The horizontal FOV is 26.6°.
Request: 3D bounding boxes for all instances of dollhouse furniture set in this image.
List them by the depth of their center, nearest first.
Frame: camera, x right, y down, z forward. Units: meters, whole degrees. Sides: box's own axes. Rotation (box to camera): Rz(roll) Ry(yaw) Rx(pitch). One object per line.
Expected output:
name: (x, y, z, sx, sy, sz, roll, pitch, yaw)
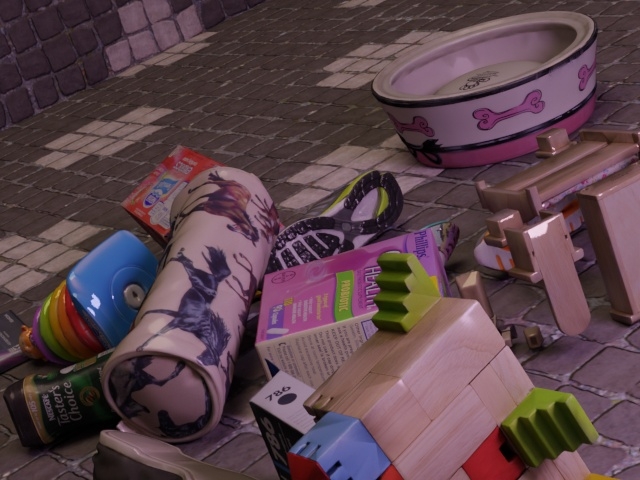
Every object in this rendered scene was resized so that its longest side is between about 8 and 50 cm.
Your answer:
dollhouse furniture set: (0.221, 0.079, 1.695, 0.091, 0.114, 0.081, -16, 17, 13)
dollhouse furniture set: (0.315, -0.010, 1.793, 0.303, 0.173, 0.355, -26, 16, -19)

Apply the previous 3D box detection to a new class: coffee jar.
coffee jar: (-0.333, 0.213, 1.841, 0.184, 0.096, 0.079, -19, 10, 2)

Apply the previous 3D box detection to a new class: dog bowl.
dog bowl: (0.305, -0.265, 2.399, 0.408, 0.150, 0.408, -16, 23, 7)

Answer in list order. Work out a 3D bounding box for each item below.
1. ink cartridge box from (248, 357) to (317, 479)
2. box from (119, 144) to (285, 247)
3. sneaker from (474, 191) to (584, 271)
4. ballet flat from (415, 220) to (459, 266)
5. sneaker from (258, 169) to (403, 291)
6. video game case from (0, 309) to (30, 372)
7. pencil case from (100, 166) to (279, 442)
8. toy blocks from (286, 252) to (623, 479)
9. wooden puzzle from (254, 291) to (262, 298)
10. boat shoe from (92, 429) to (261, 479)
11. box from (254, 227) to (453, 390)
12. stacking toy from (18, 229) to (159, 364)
ink cartridge box: (0.020, 0.244, 1.391, 0.065, 0.165, 0.333, -29, 23, -21)
box: (-0.199, -0.039, 2.202, 0.154, 0.142, 0.300, -46, 23, -8)
sneaker: (0.287, -0.013, 1.917, 0.215, 0.084, 0.083, -26, 15, -37)
ballet flat: (0.110, 0.050, 1.924, 0.222, 0.077, 0.079, -25, 40, -4)
sneaker: (0.000, 0.000, 2.107, 0.300, 0.111, 0.121, -34, 7, -34)
video game case: (-0.596, 0.204, 2.177, 0.274, 0.026, 0.196, -26, 23, -20)
pencil case: (-0.171, 0.085, 1.834, 0.183, 0.160, 0.410, -56, 12, 39)
toy blocks: (0.092, 0.239, 1.129, 0.261, 0.381, 0.191, -42, 20, -22)
wooden puzzle: (-0.132, 0.082, 2.109, 0.079, 0.014, 0.116, -25, 22, -26)
boat shoe: (-0.147, 0.300, 1.523, 0.112, 0.095, 0.335, 10, 2, -42)
box: (0.050, 0.105, 1.763, 0.243, 0.117, 0.213, -15, 22, 8)
stacking toy: (-0.365, 0.123, 2.018, 0.302, 0.175, 0.166, -23, 16, 41)
